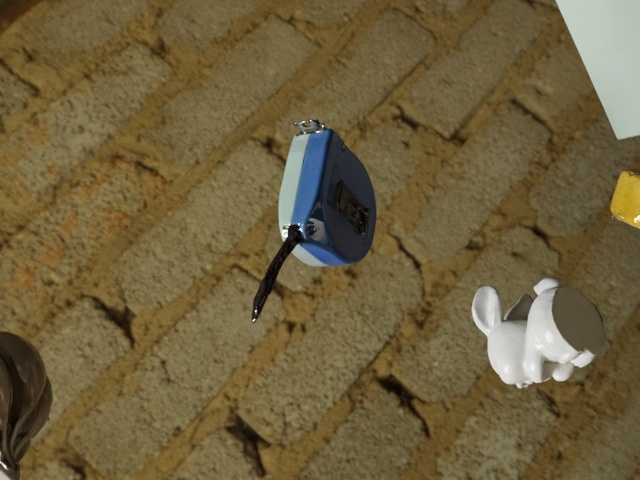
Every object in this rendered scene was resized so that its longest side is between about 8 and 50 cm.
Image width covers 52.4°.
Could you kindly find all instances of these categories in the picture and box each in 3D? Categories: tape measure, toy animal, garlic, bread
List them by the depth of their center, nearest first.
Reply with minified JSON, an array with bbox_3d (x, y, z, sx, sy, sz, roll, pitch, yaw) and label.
[{"bbox_3d":[-0.303,0.166,0.607,0.127,0.194,0.131,-39,-35,-17],"label":"garlic"},{"bbox_3d":[0.433,-0.040,0.809,0.149,0.122,0.073,-3,-66,-42],"label":"bread"},{"bbox_3d":[0.000,0.000,1.074,0.215,0.098,0.351,40,-125,-48],"label":"tape measure"},{"bbox_3d":[0.359,0.149,1.084,0.128,0.178,0.193,5,-20,-28],"label":"toy animal"}]

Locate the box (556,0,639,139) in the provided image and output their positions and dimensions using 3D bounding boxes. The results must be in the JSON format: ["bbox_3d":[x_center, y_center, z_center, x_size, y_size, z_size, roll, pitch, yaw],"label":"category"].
[{"bbox_3d":[0.387,-0.265,0.689,0.225,0.225,0.117,-35,13,-23],"label":"box"}]
